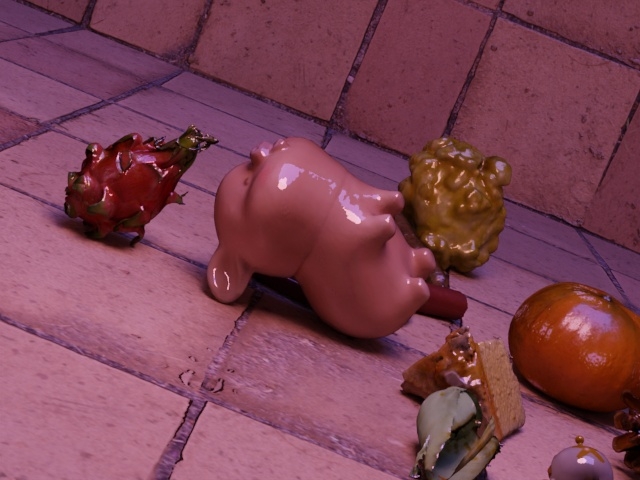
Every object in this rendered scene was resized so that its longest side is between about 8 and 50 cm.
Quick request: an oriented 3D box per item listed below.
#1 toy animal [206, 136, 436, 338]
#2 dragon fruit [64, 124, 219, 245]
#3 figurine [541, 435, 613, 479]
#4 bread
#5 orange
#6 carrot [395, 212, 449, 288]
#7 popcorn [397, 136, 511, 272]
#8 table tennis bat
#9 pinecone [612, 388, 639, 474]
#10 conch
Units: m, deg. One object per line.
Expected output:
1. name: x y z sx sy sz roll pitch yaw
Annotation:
1. toy animal: 0.000 0.000 1.782 0.326 0.269 0.237 62 25 -22
2. dragon fruit: -0.250 -0.086 1.796 0.135 0.236 0.137 59 -8 15
3. figurine: 0.303 0.290 1.478 0.101 0.068 0.143 19 27 17
4. bread: 0.196 0.201 1.668 0.147 0.127 0.152 3 56 -62
5. orange: 0.399 0.157 1.947 0.240 0.171 0.240 20 11 -4
6. carrot: 0.168 0.026 2.375 0.070 0.070 0.342 17 19 -22
7. popcorn: 0.261 -0.081 2.549 0.242 0.250 0.235 28 21 33
8. table tennis bat: 0.057 0.067 2.034 0.415 0.051 0.268 13 16 -30
9. pinecone: 0.487 0.252 1.698 0.212 0.168 0.185 -8 -13 -42
10. conch: 0.156 0.233 1.446 0.106 0.079 0.170 17 27 5
